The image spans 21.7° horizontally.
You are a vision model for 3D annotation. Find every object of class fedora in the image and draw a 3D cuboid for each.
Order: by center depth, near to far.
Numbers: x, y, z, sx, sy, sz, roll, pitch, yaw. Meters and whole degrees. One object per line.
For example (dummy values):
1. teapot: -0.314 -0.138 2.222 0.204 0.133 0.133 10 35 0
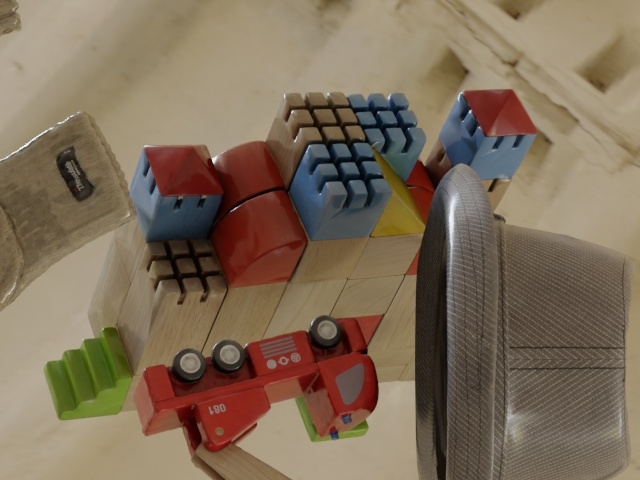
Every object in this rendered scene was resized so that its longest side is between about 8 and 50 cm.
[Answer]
1. fedora: 0.129 0.075 1.033 0.124 0.275 0.244 1 -102 -1

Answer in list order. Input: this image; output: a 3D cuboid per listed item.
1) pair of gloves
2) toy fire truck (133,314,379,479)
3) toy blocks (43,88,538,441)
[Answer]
1. pair of gloves: -0.242 -0.057 0.997 0.204 0.042 0.240 -35 -104 3
2. toy fire truck: -0.045 0.127 0.953 0.192 0.047 0.135 -12 -111 -22
3. toy blocks: 0.000 0.000 1.241 0.191 0.381 0.261 67 -32 34
